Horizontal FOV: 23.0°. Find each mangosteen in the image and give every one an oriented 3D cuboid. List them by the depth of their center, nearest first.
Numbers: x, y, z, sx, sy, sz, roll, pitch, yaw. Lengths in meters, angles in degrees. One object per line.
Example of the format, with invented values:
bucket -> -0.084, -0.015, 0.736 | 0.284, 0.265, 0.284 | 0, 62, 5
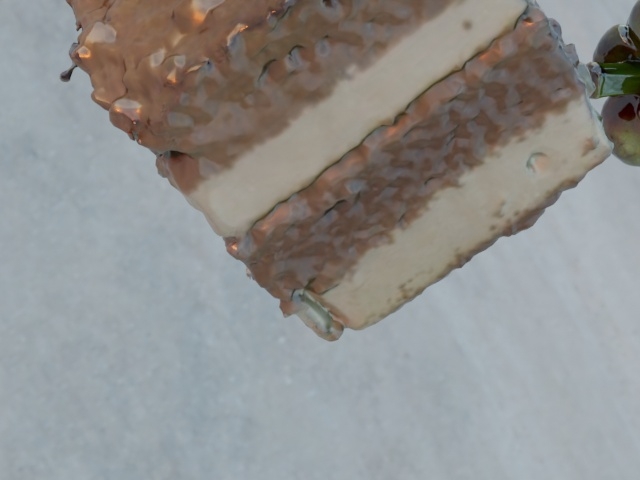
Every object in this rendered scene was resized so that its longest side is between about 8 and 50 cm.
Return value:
mangosteen -> 0.434, -0.194, 1.835 | 0.302, 0.275, 0.275 | -8, 62, -25

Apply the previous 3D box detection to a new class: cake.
cake -> 0.009, -0.133, 1.051 | 0.290, 0.282, 0.256 | 44, 13, -43

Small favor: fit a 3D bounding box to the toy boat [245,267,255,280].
toy boat -> 0.000, 0.000, 1.962 | 0.084, 0.210, 0.066 | -62, 137, -62
